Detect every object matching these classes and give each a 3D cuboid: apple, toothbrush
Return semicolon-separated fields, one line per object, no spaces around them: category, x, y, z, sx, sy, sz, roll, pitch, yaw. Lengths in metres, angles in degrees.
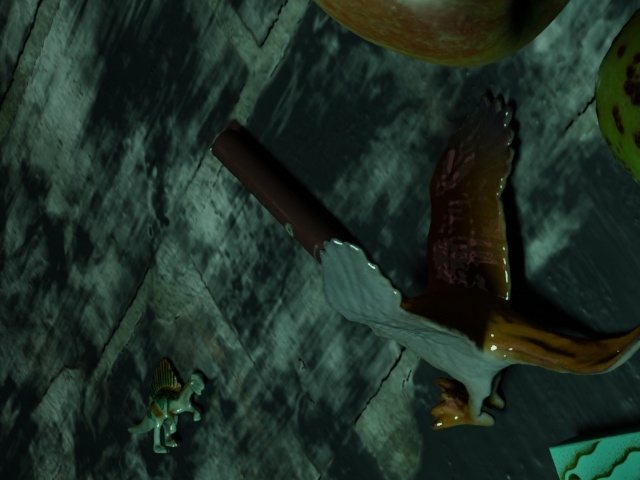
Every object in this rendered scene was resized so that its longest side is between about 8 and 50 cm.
apple;0.095;-0.265;1.532;0.234;0.257;0.257;47;138;27
toothbrush;0.001;0.000;1.971;0.364;0.041;0.041;45;137;35

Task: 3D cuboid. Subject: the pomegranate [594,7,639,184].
pomegranate;0.306;-0.083;1.369;0.211;0.211;0.263;21;140;50

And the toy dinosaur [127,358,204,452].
toy dinosaur;-0.186;0.192;2.326;0.187;0.044;0.106;-166;78;-66

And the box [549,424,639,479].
box;0.290;0.269;1.669;0.161;0.042;0.226;-19;88;55

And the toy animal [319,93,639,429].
toy animal;0.172;0.071;1.725;0.284;0.225;0.302;30;143;20
